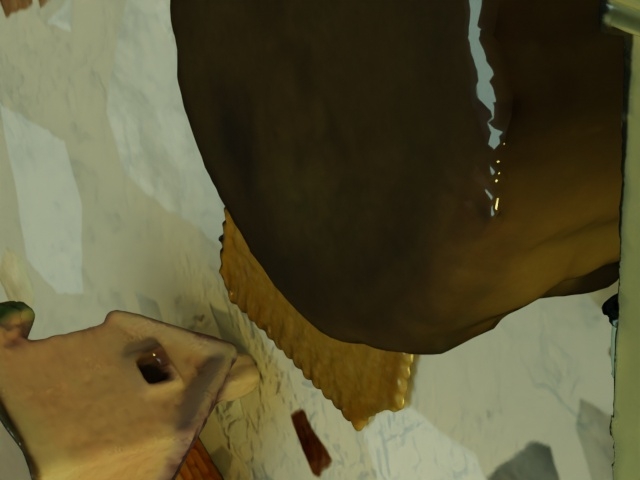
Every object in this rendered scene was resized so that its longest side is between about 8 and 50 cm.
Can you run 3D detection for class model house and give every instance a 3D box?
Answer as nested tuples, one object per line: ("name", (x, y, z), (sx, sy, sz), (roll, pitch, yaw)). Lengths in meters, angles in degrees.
("model house", (-0.181, 0.142, 1.480), (0.202, 0.237, 0.237), (55, 140, 30))

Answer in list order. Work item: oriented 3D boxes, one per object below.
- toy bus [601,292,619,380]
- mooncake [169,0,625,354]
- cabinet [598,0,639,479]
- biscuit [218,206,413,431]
("toy bus", (0.227, 0.087, 0.948), (0.194, 0.087, 0.089), (39, 142, 43))
("mooncake", (0.066, -0.110, 1.011), (0.324, 0.187, 0.324), (29, 125, 51))
("cabinet", (0.269, 0.058, 0.667), (0.227, 0.290, 0.318), (30, 129, 48))
("biscuit", (0.000, 0.000, 1.333), (0.232, 0.013, 0.237), (44, 139, 39))
